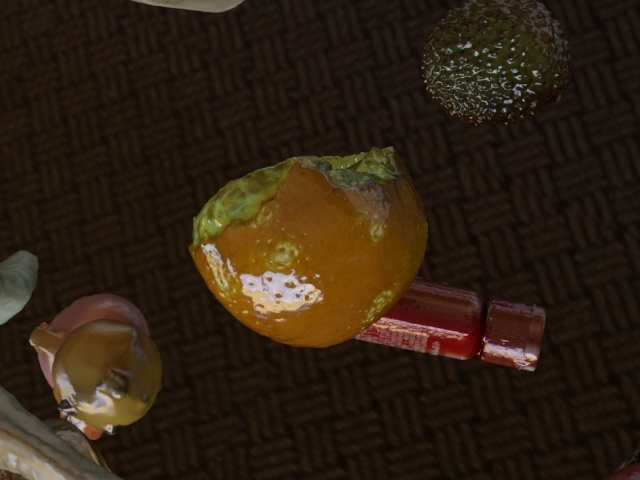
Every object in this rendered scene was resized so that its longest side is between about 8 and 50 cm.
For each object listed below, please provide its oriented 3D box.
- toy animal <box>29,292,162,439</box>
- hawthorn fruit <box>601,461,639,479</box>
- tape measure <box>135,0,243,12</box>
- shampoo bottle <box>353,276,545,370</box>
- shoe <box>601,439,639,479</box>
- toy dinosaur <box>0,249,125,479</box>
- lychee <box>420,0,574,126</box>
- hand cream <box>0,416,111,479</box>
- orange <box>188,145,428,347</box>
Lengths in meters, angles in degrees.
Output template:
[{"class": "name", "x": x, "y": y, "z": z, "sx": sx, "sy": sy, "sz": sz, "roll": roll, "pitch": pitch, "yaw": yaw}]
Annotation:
[{"class": "toy animal", "x": -0.287, "y": 0.165, "z": 1.864, "sx": 0.169, "sy": 0.195, "sz": 0.281, "roll": -61, "pitch": 18, "yaw": 8}, {"class": "hawthorn fruit", "x": 0.225, "y": 0.258, "z": 0.971, "sx": 0.181, "sy": 0.235, "sz": 0.181, "roll": 4, "pitch": 109, "yaw": 12}, {"class": "tape measure", "x": -0.161, "y": -0.449, "z": 1.909, "sx": 0.133, "sy": 0.231, "sz": 0.271, "roll": 22, "pitch": 108, "yaw": 49}, {"class": "shampoo bottle", "x": 0.078, "y": 0.073, "z": 1.490, "sx": 0.314, "sy": 0.118, "sz": 0.076, "roll": 11, "pitch": 72, "yaw": 6}, {"class": "shoe", "x": 0.295, "y": 0.269, "z": 1.348, "sx": 0.099, "sy": 0.227, "sz": 0.112, "roll": 19, "pitch": 113, "yaw": 16}, {"class": "toy dinosaur", "x": -0.161, "y": 0.024, "z": 0.487, "sx": 0.092, "sy": 0.205, "sz": 0.393, "roll": -50, "pitch": 49, "yaw": -2}, {"class": "lychee", "x": 0.192, "y": -0.204, "z": 1.584, "sx": 0.171, "sy": 0.171, "sz": 0.171, "roll": -7, "pitch": 67, "yaw": 18}, {"class": "hand cream", "x": -0.186, "y": 0.141, "z": 0.592, "sx": 0.203, "sy": 0.084, "sz": 0.084, "roll": -15, "pitch": 55, "yaw": -33}, {"class": "orange", "x": 0.004, "y": 0.004, "z": 1.218, "sx": 0.179, "sy": 0.237, "sz": 0.158, "roll": -39, "pitch": 83, "yaw": 18}]
